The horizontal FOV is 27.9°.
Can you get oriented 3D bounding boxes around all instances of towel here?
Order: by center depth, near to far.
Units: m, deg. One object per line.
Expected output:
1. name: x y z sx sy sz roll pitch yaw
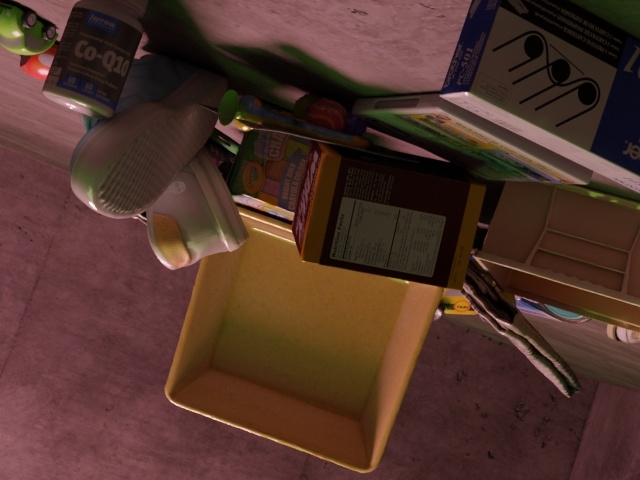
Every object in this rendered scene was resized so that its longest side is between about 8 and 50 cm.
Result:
1. towel: 0.217 0.073 1.806 0.312 0.056 0.324 50 -176 36

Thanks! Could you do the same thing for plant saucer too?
1. plant saucer: -0.024 0.131 1.844 0.332 0.333 0.081 19 -158 4

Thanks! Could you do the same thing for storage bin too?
1. storage bin: 0.355 0.026 1.639 0.260 0.123 0.262 18 173 18

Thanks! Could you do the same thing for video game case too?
1. video game case: 0.168 -0.113 1.446 0.212 0.023 0.193 23 173 -27

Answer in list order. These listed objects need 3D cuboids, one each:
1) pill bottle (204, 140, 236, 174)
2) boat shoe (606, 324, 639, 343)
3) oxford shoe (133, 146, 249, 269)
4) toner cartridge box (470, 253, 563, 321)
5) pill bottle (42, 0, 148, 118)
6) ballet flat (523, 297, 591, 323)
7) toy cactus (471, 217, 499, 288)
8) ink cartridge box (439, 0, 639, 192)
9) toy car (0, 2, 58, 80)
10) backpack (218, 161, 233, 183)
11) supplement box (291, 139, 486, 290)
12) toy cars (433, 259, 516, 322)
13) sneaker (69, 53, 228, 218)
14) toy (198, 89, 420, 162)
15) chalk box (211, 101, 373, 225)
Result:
1. pill bottle: -0.178 -0.078 2.202 0.278 0.162 0.162 21 174 -28
2. boat shoe: 0.502 0.107 1.960 0.103 0.113 0.302 23 175 23
3. oxford shoe: -0.219 -0.093 1.748 0.169 0.130 0.449 66 173 -30
4. toner cartridge box: 0.289 0.066 2.436 0.347 0.075 0.165 13 173 43
5. pill bottle: -0.231 -0.203 1.341 0.078 0.137 0.078 19 175 2
6. ballet flat: 0.394 0.071 2.139 0.096 0.095 0.280 11 -171 -31
7. toy cactus: 0.267 0.010 2.011 0.180 0.112 0.219 37 -175 24
8. ink cartridge box: 0.198 -0.115 0.977 0.207 0.097 0.046 23 173 -25
9. toy car: -0.363 -0.252 1.712 0.239 0.053 0.225 16 173 29
10. backpack: -0.066 0.034 2.057 0.213 0.276 0.263 -12 153 -30
11. supplement box: 0.076 -0.038 1.560 0.194 0.129 0.191 11 -170 -7
12. toy cars: 0.154 0.021 2.156 0.393 0.176 0.087 31 137 30
13. sneaker: -0.234 -0.131 1.497 0.150 0.135 0.366 20 -159 7
14. toy: -0.008 -0.143 1.505 0.237 0.056 0.137 6 -167 -34
15. chalk box: -0.057 -0.100 1.744 0.213 0.132 0.132 19 174 -5
